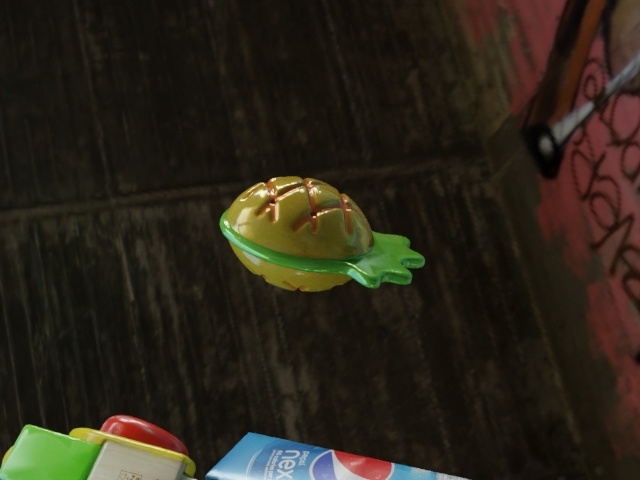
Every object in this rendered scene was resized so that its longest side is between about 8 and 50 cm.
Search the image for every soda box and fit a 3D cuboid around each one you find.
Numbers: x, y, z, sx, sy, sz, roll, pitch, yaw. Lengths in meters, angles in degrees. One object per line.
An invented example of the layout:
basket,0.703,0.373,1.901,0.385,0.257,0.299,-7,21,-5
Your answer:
soda box,0.023,0.205,0.797,0.210,0.071,0.067,6,-154,28

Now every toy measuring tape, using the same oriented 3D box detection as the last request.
toy measuring tape,-0.092,0.196,0.747,0.330,0.121,0.121,8,-119,31

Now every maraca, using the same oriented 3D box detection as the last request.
maraca,0.000,0.000,0.966,0.186,0.099,0.127,18,-151,15
